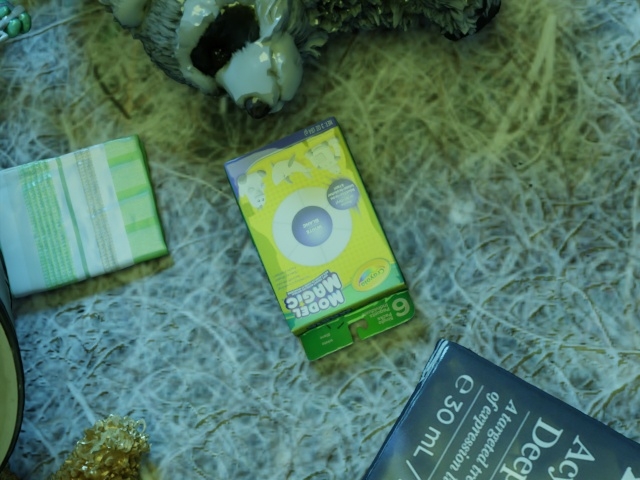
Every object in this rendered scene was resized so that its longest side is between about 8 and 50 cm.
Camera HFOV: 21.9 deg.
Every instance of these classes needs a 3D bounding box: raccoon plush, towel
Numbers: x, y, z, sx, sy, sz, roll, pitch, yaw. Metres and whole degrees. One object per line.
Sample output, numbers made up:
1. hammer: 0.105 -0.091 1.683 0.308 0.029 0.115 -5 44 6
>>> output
1. raccoon plush: -0.009 -0.303 1.389 0.299 0.216 0.446 -8 50 20
2. towel: -0.213 -0.019 1.411 0.152 0.023 0.113 -15 80 3

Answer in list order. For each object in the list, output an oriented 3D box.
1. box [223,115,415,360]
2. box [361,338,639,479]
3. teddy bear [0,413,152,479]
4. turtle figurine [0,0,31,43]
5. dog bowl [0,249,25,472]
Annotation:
1. box: 0.000 0.000 1.363 0.105 0.043 0.179 -24 79 4
2. box: 0.184 0.307 1.173 0.395 0.212 0.293 28 76 12
3. teddy bear: -0.187 0.266 1.307 0.338 0.113 0.245 39 85 13
4. turtle figurine: -0.316 -0.236 1.380 0.175 0.118 0.234 41 49 -18
5. dog bowl: -0.414 0.052 1.213 0.408 0.408 0.150 -10 37 6
